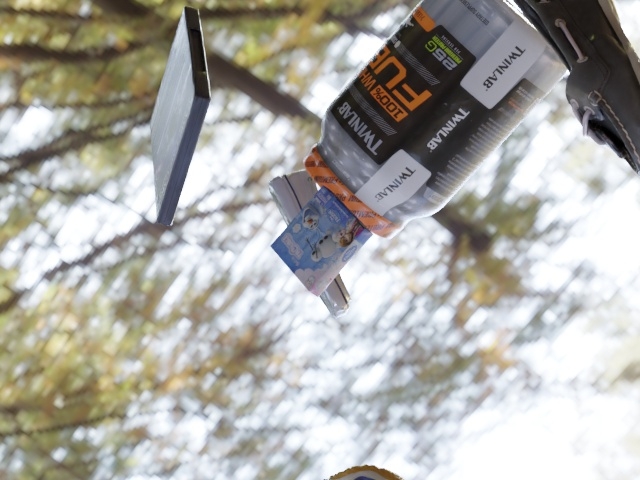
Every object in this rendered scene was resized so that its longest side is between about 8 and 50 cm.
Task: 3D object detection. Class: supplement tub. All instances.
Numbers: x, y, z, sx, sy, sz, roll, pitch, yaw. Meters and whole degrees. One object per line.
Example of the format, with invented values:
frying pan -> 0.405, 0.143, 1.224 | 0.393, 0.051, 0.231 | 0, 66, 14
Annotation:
supplement tub -> 0.136, -0.165, 1.884 | 0.193, 0.316, 0.193 | 39, -168, -10

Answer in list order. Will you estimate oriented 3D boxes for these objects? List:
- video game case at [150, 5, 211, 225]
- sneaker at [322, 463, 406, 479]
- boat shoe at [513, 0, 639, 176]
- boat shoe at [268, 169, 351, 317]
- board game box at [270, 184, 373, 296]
video game case -> -0.193, -0.173, 2.069 | 0.026, 0.196, 0.274 | 11, -150, -16
sneaker -> -0.028, 0.337, 1.470 | 0.112, 0.296, 0.131 | 31, -148, -30
boat shoe -> 0.257, -0.160, 1.453 | 0.335, 0.095, 0.112 | -100, -17, -44
boat shoe -> 0.003, -0.004, 2.165 | 0.083, 0.075, 0.226 | 97, 148, -75
board game box -> 0.000, 0.000, 1.624 | 0.020, 0.090, 0.090 | 34, -170, -45
